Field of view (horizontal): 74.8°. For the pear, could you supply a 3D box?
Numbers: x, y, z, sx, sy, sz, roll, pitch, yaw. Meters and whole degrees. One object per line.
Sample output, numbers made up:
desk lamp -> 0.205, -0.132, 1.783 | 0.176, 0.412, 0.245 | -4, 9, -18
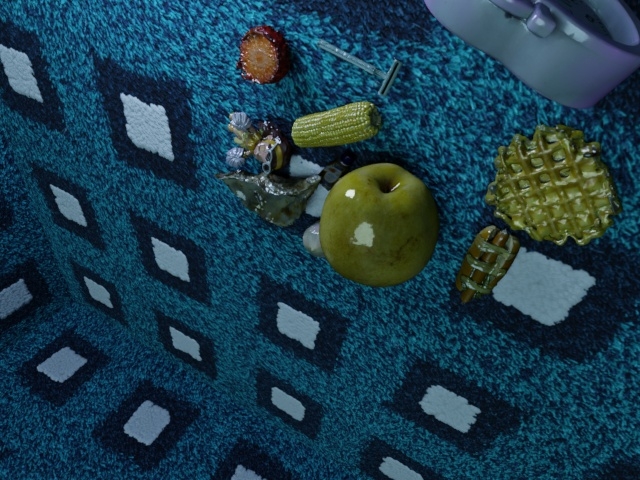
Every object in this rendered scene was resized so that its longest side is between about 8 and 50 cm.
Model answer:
pear -> 0.144, -0.031, 1.048 | 0.315, 0.314, 0.314 | 18, 132, 22

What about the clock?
clock -> 0.331, -0.353, 0.648 | 0.339, 0.338, 0.102 | 37, 141, 4

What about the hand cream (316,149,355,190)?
hand cream -> 0.039, -0.194, 1.176 | 0.062, 0.039, 0.163 | 33, 140, -14

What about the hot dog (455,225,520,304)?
hot dog -> 0.426, 0.070, 1.092 | 0.109, 0.072, 0.269 | 28, 133, 17

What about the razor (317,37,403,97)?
razor -> 0.082, -0.419, 0.977 | 0.211, 0.036, 0.084 | 34, 112, 16

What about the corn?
corn -> 0.035, -0.288, 1.064 | 0.244, 0.093, 0.093 | -2, 122, 36

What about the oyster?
oyster -> -0.148, -0.141, 1.313 | 0.397, 0.110, 0.204 | 11, 145, 29

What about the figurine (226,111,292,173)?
figurine -> -0.187, -0.286, 1.203 | 0.240, 0.116, 0.174 | 32, 133, 18

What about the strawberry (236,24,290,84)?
strawberry -> -0.138, -0.462, 1.050 | 0.145, 0.086, 0.145 | 17, 130, 21

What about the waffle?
waffle -> 0.503, -0.110, 0.904 | 0.281, 0.060, 0.262 | 26, 134, 16

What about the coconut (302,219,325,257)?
coconut -> 0.000, 0.000, 1.288 | 0.110, 0.124, 0.110 | 17, 129, 22
